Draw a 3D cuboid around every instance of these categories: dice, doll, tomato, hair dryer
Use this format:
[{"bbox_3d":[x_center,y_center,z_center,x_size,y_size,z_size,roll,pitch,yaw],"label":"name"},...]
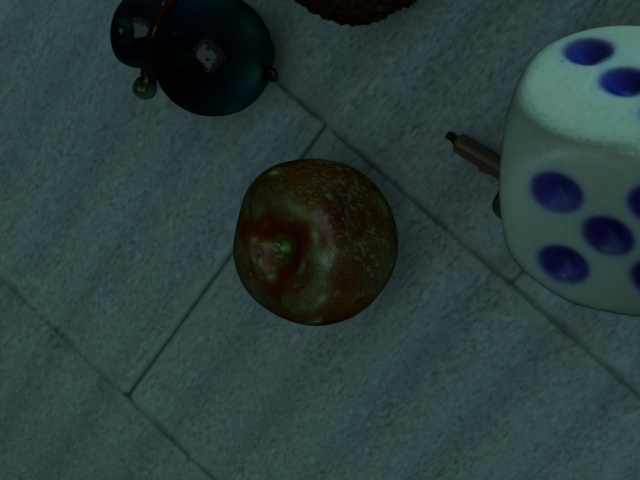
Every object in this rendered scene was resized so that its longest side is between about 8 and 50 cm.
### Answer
[{"bbox_3d":[0.426,-0.095,1.699,0.304,0.277,0.304,8,138,25],"label":"dice"},{"bbox_3d":[-0.210,-0.310,2.021,0.321,0.186,0.199,16,108,22],"label":"doll"},{"bbox_3d":[0.000,0.000,1.986,0.270,0.222,0.270,10,105,41],"label":"tomato"},{"bbox_3d":[0.269,-0.116,1.942,0.181,0.064,0.117,35,112,20],"label":"hair dryer"}]

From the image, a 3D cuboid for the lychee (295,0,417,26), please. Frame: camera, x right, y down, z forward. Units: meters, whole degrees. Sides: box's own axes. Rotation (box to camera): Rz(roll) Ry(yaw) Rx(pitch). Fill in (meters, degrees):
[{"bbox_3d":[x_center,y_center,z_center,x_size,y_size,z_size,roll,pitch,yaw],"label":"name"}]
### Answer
[{"bbox_3d":[0.041,-0.462,1.853,0.267,0.267,0.268,5,104,21],"label":"lychee"}]
